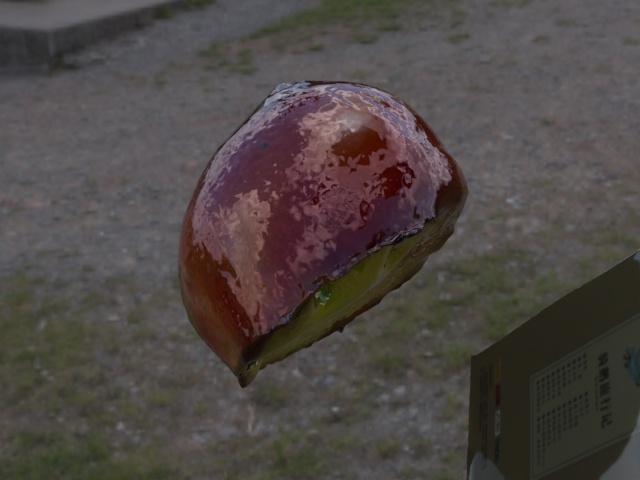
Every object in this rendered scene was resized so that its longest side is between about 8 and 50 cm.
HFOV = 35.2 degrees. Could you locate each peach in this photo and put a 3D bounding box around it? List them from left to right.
[{"bbox_3d":[0.000,0.000,1.016,0.281,0.281,0.338,5,51,13],"label":"peach"}]

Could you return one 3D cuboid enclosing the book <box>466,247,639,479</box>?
[{"bbox_3d":[0.211,0.124,0.771,0.021,0.310,0.217,24,51,-20],"label":"book"}]
